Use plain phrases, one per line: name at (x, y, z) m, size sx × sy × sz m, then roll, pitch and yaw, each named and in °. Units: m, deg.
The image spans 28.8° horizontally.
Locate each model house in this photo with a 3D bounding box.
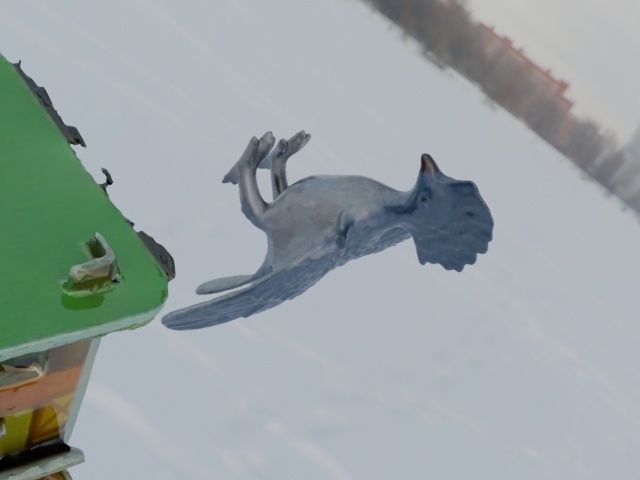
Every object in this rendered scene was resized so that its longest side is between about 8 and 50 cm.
model house at (-0.296, 0.035, 0.696) m, size 0.242 × 0.313 × 0.357 m, roll -13°, pitch 52°, yaw -41°

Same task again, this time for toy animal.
toy animal at (0.000, 0.000, 0.917) m, size 0.239 × 0.255 × 0.176 m, roll -22°, pitch 70°, yaw -49°
